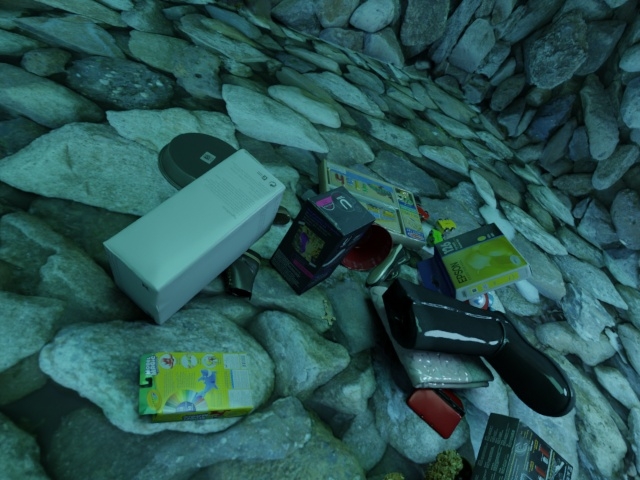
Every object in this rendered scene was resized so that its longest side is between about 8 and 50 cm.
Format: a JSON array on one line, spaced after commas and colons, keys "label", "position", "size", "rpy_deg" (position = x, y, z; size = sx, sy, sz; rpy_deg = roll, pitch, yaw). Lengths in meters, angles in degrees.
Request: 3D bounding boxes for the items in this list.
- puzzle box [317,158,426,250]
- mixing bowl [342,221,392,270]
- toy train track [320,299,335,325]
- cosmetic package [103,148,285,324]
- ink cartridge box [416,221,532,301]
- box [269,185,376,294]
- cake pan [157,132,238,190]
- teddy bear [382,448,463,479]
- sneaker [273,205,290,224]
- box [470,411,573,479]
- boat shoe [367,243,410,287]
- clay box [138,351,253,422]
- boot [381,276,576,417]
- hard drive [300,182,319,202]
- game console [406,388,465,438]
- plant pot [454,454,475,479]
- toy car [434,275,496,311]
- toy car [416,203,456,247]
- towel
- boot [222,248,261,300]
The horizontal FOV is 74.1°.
[{"label": "puzzle box", "position": [0.184, -0.128, 1.533], "size": [0.409, 0.052, 0.272], "rpy_deg": [16, 47, -23]}, {"label": "mixing bowl", "position": [0.134, -0.002, 1.382], "size": [0.182, 0.181, 0.098], "rpy_deg": [16, 30, -22]}, {"label": "toy train track", "position": [0.022, 0.202, 1.205], "size": [0.048, 0.014, 0.083], "rpy_deg": [11, 44, -28]}, {"label": "cosmetic package", "position": [-0.274, -0.012, 0.974], "size": [0.156, 0.217, 0.385], "rpy_deg": [42, 55, 8]}, {"label": "ink cartridge box", "position": [0.482, 0.076, 1.404], "size": [0.303, 0.307, 0.072], "rpy_deg": [-89, 156, -62]}, {"label": "box", "position": [0.000, 0.000, 1.190], "size": [0.143, 0.270, 0.165], "rpy_deg": [47, 40, 13]}, {"label": "cake pan", "position": [-0.361, -0.243, 1.351], "size": [0.293, 0.054, 0.293], "rpy_deg": [19, 41, -18]}, {"label": "teddy bear", "position": [0.284, 0.584, 0.889], "size": [0.338, 0.113, 0.245], "rpy_deg": [34, 74, -16]}, {"label": "sneaker", "position": [-0.187, -0.100, 1.338], "size": [0.188, 0.066, 0.071], "rpy_deg": [20, 24, -26]}, {"label": "box", "position": [0.402, 0.559, 0.872], "size": [0.242, 0.077, 0.307], "rpy_deg": [42, 62, -23]}, {"label": "boat shoe", "position": [0.234, 0.094, 1.418], "size": [0.079, 0.084, 0.233], "rpy_deg": [56, 43, -5]}, {"label": "clay box", "position": [-0.257, 0.299, 0.873], "size": [0.222, 0.053, 0.127], "rpy_deg": [8, 46, -28]}, {"label": "boot", "position": [0.408, 0.284, 1.131], "size": [0.445, 0.146, 0.367], "rpy_deg": [21, 21, -28]}, {"label": "hard drive", "position": [0.069, -0.116, 1.532], "size": [0.255, 0.054, 0.172], "rpy_deg": [41, 39, 7]}, {"label": "game console", "position": [0.316, 0.446, 1.170], "size": [0.144, 0.085, 0.124], "rpy_deg": [42, 8, 7]}, {"label": "plant pot", "position": [0.359, 0.574, 1.028], "size": [0.079, 0.083, 0.083], "rpy_deg": [30, 37, -27]}, {"label": "toy car", "position": [0.556, 0.134, 1.465], "size": [0.219, 0.238, 0.210], "rpy_deg": [33, 25, -3]}, {"label": "toy car", "position": [0.460, -0.039, 1.739], "size": [0.239, 0.053, 0.225], "rpy_deg": [23, 41, -14]}, {"label": "towel", "position": [0.325, 0.285, 1.262], "size": [0.317, 0.053, 0.331], "rpy_deg": [13, 35, -31]}, {"label": "boot", "position": [-0.253, 0.067, 1.102], "size": [0.198, 0.077, 0.137], "rpy_deg": [19, 47, -18]}]
